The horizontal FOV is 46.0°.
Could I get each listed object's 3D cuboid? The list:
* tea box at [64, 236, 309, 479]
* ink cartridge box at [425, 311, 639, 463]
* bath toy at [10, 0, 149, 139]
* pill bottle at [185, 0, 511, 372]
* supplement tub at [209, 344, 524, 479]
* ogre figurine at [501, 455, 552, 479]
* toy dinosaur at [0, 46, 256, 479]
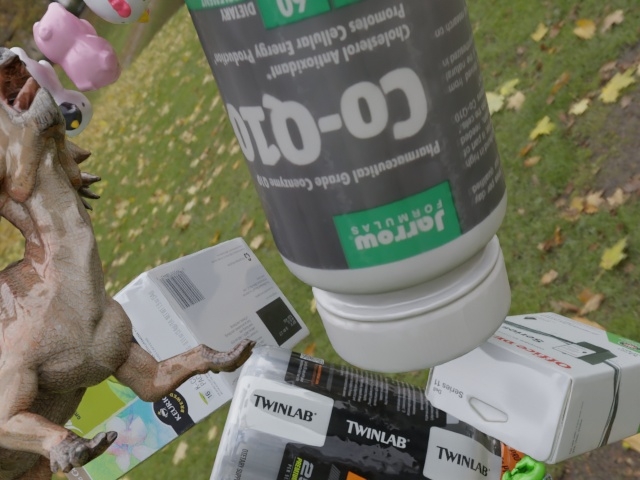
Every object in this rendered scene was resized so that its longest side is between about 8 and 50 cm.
[{"bbox_3d":[-0.243,0.190,1.207,0.323,0.220,0.329,-38,-4,19],"label":"tea box"},{"bbox_3d":[0.232,0.138,0.759,0.153,0.208,0.087,20,104,45],"label":"ink cartridge box"},{"bbox_3d":[-0.362,-0.257,1.098,0.348,0.151,0.129,-47,47,18],"label":"bath toy"},{"bbox_3d":[0.037,-0.086,0.616,0.204,0.361,0.204,-16,25,8],"label":"pill bottle"},{"bbox_3d":[0.052,0.262,0.895,0.207,0.337,0.207,15,-90,-89],"label":"supplement tub"},{"bbox_3d":[0.126,0.283,0.621,0.097,0.118,0.197,47,124,21],"label":"ogre figurine"},{"bbox_3d":[-0.182,0.066,0.426,0.296,0.200,0.127,-52,-17,5],"label":"toy dinosaur"}]
